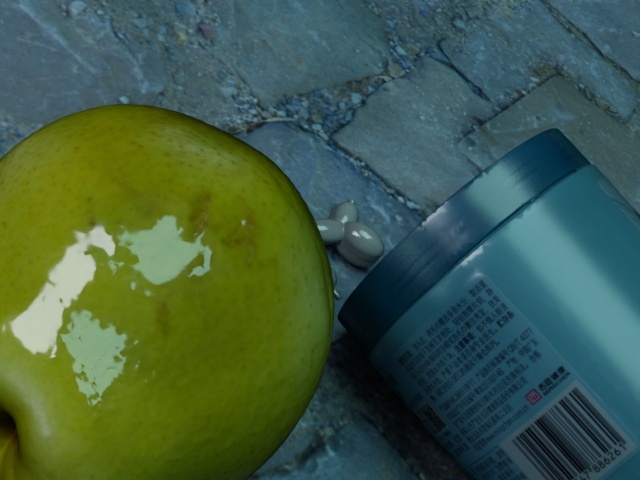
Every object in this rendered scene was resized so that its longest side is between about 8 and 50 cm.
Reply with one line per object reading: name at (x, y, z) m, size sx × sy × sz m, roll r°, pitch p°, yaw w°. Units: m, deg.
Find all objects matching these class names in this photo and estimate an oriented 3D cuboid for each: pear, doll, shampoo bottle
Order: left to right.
pear at (-0.165, 0.063, 0.962) m, size 0.362 × 0.362 × 0.418 m, roll 39°, pitch 41°, yaw 3°
doll at (0.000, 0.000, 1.308) m, size 0.160 × 0.059 × 0.161 m, roll 18°, pitch 48°, yaw -16°
shampoo bottle at (0.249, 0.112, 1.174) m, size 0.331 × 0.331 × 0.342 m, roll -29°, pitch 74°, yaw -41°
